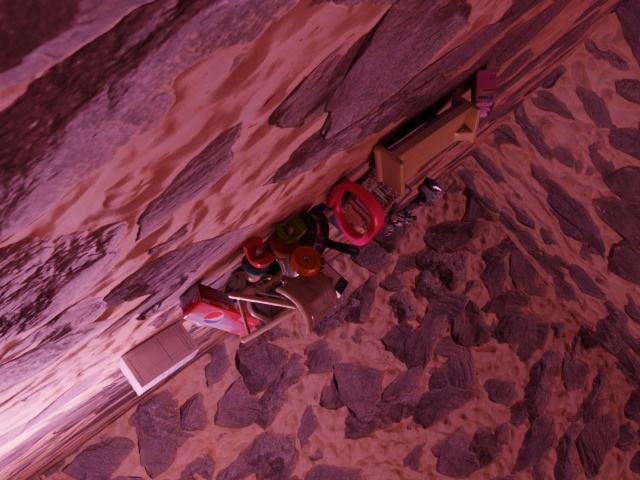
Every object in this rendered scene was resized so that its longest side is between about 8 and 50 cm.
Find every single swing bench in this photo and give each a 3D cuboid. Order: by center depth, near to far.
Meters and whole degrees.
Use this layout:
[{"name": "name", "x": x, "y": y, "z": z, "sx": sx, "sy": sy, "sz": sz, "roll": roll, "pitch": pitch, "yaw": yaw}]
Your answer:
[{"name": "swing bench", "x": -0.108, "y": 0.190, "z": 1.562, "sx": 0.255, "sy": 0.165, "sz": 0.253, "roll": -13, "pitch": -174, "yaw": 22}]

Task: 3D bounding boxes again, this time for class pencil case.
[{"name": "pencil case", "x": -0.308, "y": 0.241, "z": 1.907, "sx": 0.183, "sy": 0.160, "sz": 0.410, "roll": -49, "pitch": 178, "yaw": -24}]

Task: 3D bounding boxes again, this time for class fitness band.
[{"name": "fitness band", "x": 0.115, "y": -0.094, "z": 1.655, "sx": 0.054, "sy": 0.209, "sz": 0.291, "roll": -37, "pitch": 171, "yaw": -22}]

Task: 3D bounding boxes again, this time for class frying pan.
[{"name": "frying pan", "x": -0.015, "y": 0.023, "z": 1.590, "sx": 0.053, "sy": 0.326, "sz": 0.197, "roll": 16, "pitch": 112, "yaw": -37}]

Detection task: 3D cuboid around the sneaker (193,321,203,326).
[{"name": "sneaker", "x": -0.475, "y": 0.325, "z": 2.078, "sx": 0.058, "sy": 0.052, "sz": 0.135, "roll": -45, "pitch": 171, "yaw": 21}]

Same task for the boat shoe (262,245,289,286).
[{"name": "boat shoe", "x": -0.172, "y": 0.136, "z": 1.788, "sx": 0.099, "sy": 0.116, "sz": 0.319, "roll": -52, "pitch": 161, "yaw": -49}]

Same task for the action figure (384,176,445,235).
[{"name": "action figure", "x": 0.350, "y": -0.119, "z": 1.916, "sx": 0.285, "sy": 0.099, "sz": 0.185, "roll": -46, "pitch": 176, "yaw": 13}]

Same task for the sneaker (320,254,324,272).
[{"name": "sneaker", "x": -0.047, "y": 0.044, "z": 1.726, "sx": 0.094, "sy": 0.208, "sz": 0.081, "roll": -9, "pitch": 172, "yaw": 39}]

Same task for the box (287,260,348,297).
[{"name": "box", "x": -0.058, "y": 0.126, "z": 1.847, "sx": 0.169, "sy": 0.290, "sz": 0.087, "roll": -45, "pitch": -176, "yaw": 39}]

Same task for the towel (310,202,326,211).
[{"name": "towel", "x": -0.029, "y": -0.084, "z": 1.744, "sx": 0.067, "sy": 0.029, "sz": 0.119, "roll": -30, "pitch": 170, "yaw": -49}]

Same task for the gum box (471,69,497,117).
[{"name": "gum box", "x": 0.538, "y": -0.481, "z": 1.631, "sx": 0.062, "sy": 0.107, "sz": 0.188, "roll": 2, "pitch": 180, "yaw": 11}]

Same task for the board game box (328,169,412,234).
[{"name": "board game box", "x": 0.197, "y": -0.137, "z": 1.886, "sx": 0.291, "sy": 0.141, "sz": 0.232, "roll": -48, "pitch": 171, "yaw": 10}]

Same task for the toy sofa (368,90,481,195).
[{"name": "toy sofa", "x": 0.328, "y": -0.329, "z": 1.593, "sx": 0.363, "sy": 0.177, "sz": 0.150, "roll": -36, "pitch": 148, "yaw": -15}]

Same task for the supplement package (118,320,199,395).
[{"name": "supplement package", "x": -0.593, "y": 0.431, "z": 1.811, "sx": 0.244, "sy": 0.139, "sz": 0.134, "roll": -32, "pitch": 169, "yaw": -35}]

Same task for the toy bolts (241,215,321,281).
[{"name": "toy bolts", "x": -0.131, "y": 0.068, "z": 1.537, "sx": 0.229, "sy": 0.218, "sz": 0.158, "roll": -23, "pitch": 156, "yaw": -31}]

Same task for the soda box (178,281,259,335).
[{"name": "soda box", "x": -0.319, "y": 0.225, "z": 1.579, "sx": 0.092, "sy": 0.083, "sz": 0.263, "roll": -41, "pitch": 139, "yaw": 17}]
